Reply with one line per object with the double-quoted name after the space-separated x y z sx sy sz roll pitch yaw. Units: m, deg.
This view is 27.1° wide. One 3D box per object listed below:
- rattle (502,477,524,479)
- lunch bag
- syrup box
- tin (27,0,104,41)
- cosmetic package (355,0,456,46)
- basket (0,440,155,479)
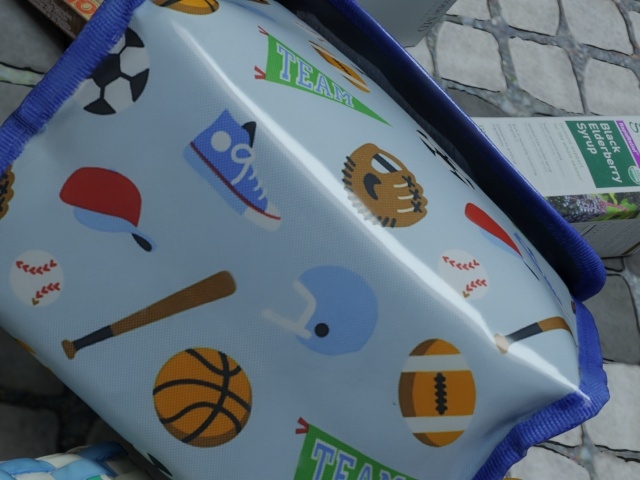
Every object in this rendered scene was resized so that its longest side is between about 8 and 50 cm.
0.215 0.225 0.983 0.200 0.143 0.130 -10 99 -52 "rattle"
0.000 0.000 0.831 0.328 0.239 0.385 45 13 1 "lunch bag"
0.183 -0.041 1.087 0.237 0.096 0.093 -4 64 -32 "syrup box"
-0.164 -0.193 0.992 0.190 0.040 0.106 42 45 11 "tin"
0.007 -0.208 1.072 0.231 0.117 0.085 -12 70 -35 "cosmetic package"
-0.116 0.240 0.623 0.289 0.201 0.255 54 22 22 "basket"
